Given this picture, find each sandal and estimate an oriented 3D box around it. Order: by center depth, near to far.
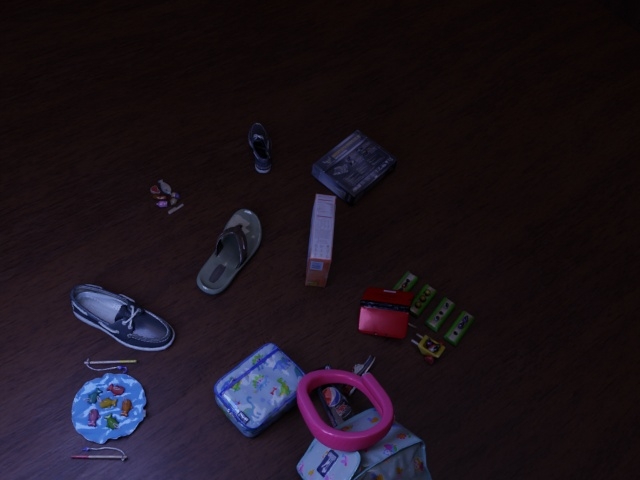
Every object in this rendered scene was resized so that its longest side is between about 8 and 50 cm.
[{"bbox_3d":[-0.259,0.027,1.948,0.120,0.086,0.302,21,57,6],"label":"sandal"}]

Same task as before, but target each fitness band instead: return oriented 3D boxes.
[{"bbox_3d":[0.058,0.398,1.606,0.209,0.054,0.291,-7,24,-18],"label":"fitness band"}]

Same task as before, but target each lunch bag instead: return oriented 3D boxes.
[{"bbox_3d":[0.091,0.532,1.571,0.262,0.223,0.160,-18,105,-21],"label":"lunch bag"},{"bbox_3d":[-0.157,0.385,1.728,0.219,0.090,0.176,-34,64,-27],"label":"lunch bag"}]

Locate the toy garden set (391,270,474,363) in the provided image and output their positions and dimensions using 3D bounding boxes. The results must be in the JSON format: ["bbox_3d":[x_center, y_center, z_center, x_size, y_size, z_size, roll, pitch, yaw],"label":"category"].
[{"bbox_3d":[0.298,0.219,1.919,0.244,0.049,0.204,35,59,15],"label":"toy garden set"}]

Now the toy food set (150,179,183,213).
[{"bbox_3d":[-0.485,-0.139,2.066,0.078,0.019,0.122,-37,68,-27],"label":"toy food set"}]

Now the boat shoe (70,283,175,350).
[{"bbox_3d":[-0.538,0.207,1.789,0.303,0.091,0.114,17,57,4],"label":"boat shoe"}]

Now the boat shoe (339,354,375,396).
[{"bbox_3d":[0.101,0.360,1.803,0.043,0.049,0.137,33,63,16],"label":"boat shoe"}]

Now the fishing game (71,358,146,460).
[{"bbox_3d":[-0.536,0.420,1.682,0.189,0.041,0.264,3,57,-3],"label":"fishing game"}]

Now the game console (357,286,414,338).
[{"bbox_3d":[0.189,0.205,1.906,0.144,0.085,0.124,7,30,17],"label":"game console"}]

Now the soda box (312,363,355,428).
[{"bbox_3d":[0.033,0.416,1.748,0.053,0.060,0.169,-18,61,-18],"label":"soda box"}]

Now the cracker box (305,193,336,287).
[{"bbox_3d":[0.000,0.000,1.960,0.067,0.155,0.232,7,56,-2],"label":"cracker box"}]

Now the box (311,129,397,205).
[{"bbox_3d":[0.113,-0.243,2.194,0.183,0.056,0.231,38,60,18],"label":"box"}]

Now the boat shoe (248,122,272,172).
[{"bbox_3d":[-0.195,-0.321,2.198,0.075,0.065,0.206,-5,58,-10],"label":"boat shoe"}]
